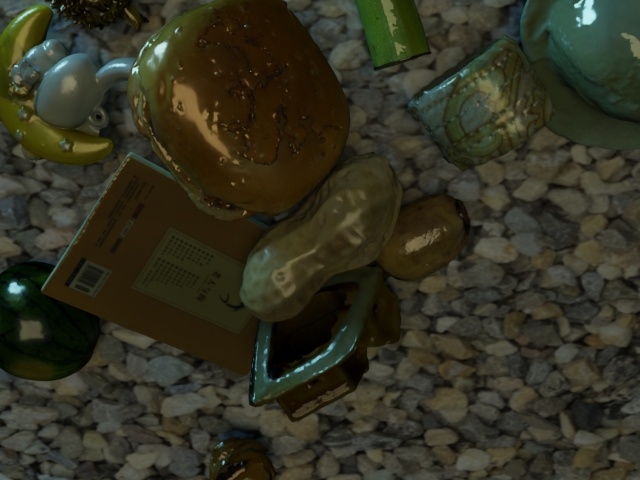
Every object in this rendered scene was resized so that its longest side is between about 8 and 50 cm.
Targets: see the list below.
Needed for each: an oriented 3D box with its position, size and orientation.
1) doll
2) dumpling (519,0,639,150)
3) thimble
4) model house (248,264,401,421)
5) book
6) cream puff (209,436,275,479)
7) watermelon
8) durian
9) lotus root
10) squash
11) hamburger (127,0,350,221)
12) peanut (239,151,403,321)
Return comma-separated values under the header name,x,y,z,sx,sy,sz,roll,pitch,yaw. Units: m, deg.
name,x,y,z,sx,sy,sz,roll,pitch,yaw
doll,-0.399,-0.229,0.961,0.237,0.111,0.252,40,106,3
dumpling,0.450,-0.270,0.897,0.270,0.212,0.320,-29,92,11
thimble,0.244,-0.205,0.951,0.191,0.137,0.143,-31,103,19
model house,0.028,0.188,1.041,0.268,0.173,0.239,-27,138,6
book,-0.206,0.058,1.009,0.389,0.032,0.269,31,103,-29
cream puff,-0.151,0.422,1.138,0.120,0.104,0.133,17,115,-37
watermelon,-0.500,0.145,1.053,0.204,0.127,0.232,-43,96,14
durian,-0.349,-0.412,0.895,0.193,0.137,0.237,-39,103,10
lotus root,0.146,0.006,1.022,0.221,0.118,0.125,-33,88,11
squash,0.099,-0.360,0.937,0.095,0.095,0.187,-17,100,5
hamburger,-0.108,-0.198,0.900,0.284,0.174,0.304,-47,113,-26
peanut,0.000,0.000,0.951,0.313,0.149,0.149,-38,102,4
